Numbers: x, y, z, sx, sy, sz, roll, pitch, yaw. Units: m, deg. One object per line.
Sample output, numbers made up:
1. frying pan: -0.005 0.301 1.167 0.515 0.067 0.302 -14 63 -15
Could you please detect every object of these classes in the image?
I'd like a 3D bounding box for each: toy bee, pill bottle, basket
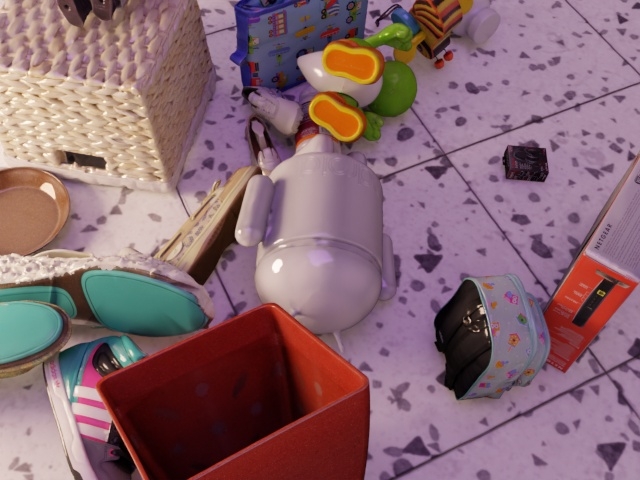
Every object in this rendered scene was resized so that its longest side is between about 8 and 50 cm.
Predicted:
1. toy bee: 0.232 -0.436 1.479 0.162 0.195 0.298 49 18 -13
2. pill bottle: -0.007 -0.217 1.379 0.086 0.086 0.152 0 56 -3
3. pill bottle: 0.301 -0.512 1.575 0.103 0.103 0.184 -29 63 -20
4. basket: -0.391 -0.306 1.313 0.328 0.266 0.331 10 55 4

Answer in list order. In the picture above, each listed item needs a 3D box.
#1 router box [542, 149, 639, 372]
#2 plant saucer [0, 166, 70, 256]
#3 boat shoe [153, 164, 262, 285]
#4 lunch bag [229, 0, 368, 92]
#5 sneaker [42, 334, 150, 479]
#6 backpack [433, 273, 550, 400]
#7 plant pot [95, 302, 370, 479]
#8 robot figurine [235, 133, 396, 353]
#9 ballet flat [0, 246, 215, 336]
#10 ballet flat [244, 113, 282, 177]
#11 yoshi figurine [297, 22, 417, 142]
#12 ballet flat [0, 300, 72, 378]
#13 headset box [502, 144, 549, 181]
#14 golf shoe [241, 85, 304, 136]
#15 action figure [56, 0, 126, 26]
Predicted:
1. router box: 0.460 0.005 1.129 0.082 0.301 0.335 31 60 16
2. plant saucer: -0.535 -0.042 1.268 0.199 0.036 0.198 2 57 -3
3. boat shoe: -0.195 -0.026 1.234 0.089 0.104 0.285 24 62 18
4. lunch bag: -0.053 -0.410 1.421 0.293 0.221 0.138 -38 66 -24
5. sneaker: -0.271 0.253 1.044 0.178 0.124 0.295 -27 61 -8
6. backpack: 0.261 0.141 1.097 0.144 0.188 0.165 -4 56 -5
7. plant pot: -0.095 0.274 0.927 0.267 0.235 0.267 -23 27 -22
8. robot figurine: 0.000 0.000 1.168 0.300 0.200 0.353 20 53 -25
9. ballet flat: -0.355 0.062 1.131 0.409 0.147 0.147 1 56 10
10. ballet flat: -0.109 -0.168 1.361 0.057 0.052 0.168 -18 60 -13
11. yoshi figurine: 0.098 -0.287 1.333 0.204 0.203 0.362 -21 14 17
12. ballet flat: -0.528 0.169 1.079 0.349 0.123 0.123 -11 58 -1
13. headset box: 0.388 -0.147 1.384 0.083 0.032 0.062 6 57 -1
14. golf shoe: -0.095 -0.247 1.366 0.086 0.069 0.176 13 17 -33
15. action figure: -0.324 -0.472 1.212 0.185 0.099 0.285 9 51 14
